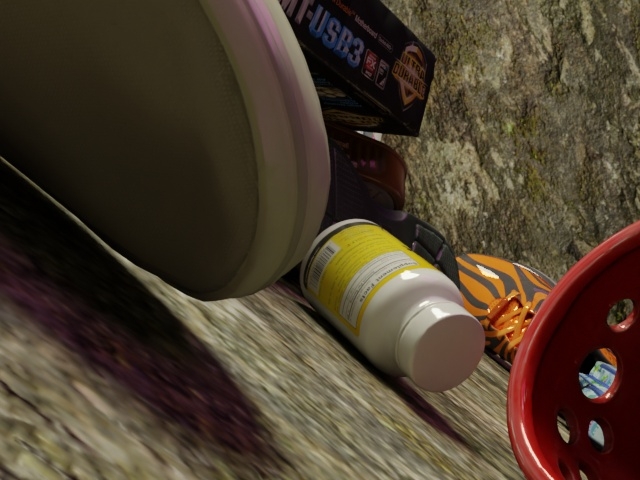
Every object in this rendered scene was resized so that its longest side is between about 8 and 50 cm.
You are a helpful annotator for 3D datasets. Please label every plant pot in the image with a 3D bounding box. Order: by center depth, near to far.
[{"bbox_3d":[0.218,0.100,0.607,0.174,0.191,0.191,44,-1,-32],"label":"plant pot"}]

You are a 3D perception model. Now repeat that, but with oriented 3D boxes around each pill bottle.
[{"bbox_3d":[0.041,0.037,0.659,0.065,0.065,0.116,33,5,-37],"label":"pill bottle"}]

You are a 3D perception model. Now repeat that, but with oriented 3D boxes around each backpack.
[{"bbox_3d":[0.300,0.177,1.169,0.105,0.084,0.114,33,6,-9],"label":"backpack"}]

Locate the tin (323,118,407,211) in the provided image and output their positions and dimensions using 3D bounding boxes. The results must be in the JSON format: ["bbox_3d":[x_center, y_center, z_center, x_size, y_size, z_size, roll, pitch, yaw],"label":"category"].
[{"bbox_3d":[-0.025,-0.050,0.841,0.190,0.040,0.106,18,-27,-27],"label":"tin"}]

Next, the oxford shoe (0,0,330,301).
[{"bbox_3d":[-0.179,-0.132,0.418,0.449,0.169,0.130,44,46,13],"label":"oxford shoe"}]

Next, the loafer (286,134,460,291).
[{"bbox_3d":[0.000,0.000,0.799,0.084,0.096,0.267,-12,-30,33],"label":"loafer"}]

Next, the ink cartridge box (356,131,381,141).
[{"bbox_3d":[-0.012,-0.136,1.132,0.154,0.093,0.212,53,36,-36],"label":"ink cartridge box"}]

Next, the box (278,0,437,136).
[{"bbox_3d":[-0.110,-0.152,0.769,0.295,0.073,0.293,10,-6,28],"label":"box"}]

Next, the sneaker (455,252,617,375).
[{"bbox_3d":[0.256,0.105,1.374,0.321,0.124,0.180,38,3,27],"label":"sneaker"}]
